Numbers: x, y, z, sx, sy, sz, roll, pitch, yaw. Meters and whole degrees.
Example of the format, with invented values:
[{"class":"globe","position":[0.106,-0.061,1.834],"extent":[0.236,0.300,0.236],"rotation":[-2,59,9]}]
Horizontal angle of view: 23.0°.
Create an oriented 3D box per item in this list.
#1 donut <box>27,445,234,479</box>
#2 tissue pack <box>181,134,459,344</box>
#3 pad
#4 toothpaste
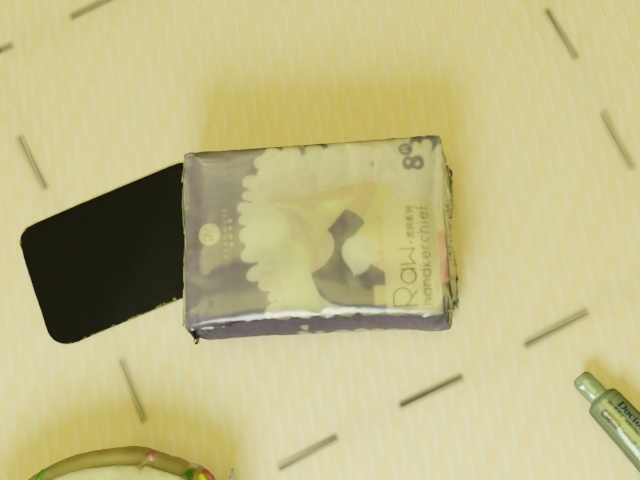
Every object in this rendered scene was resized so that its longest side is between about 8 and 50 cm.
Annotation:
[{"class":"donut","position":[-0.268,0.433,1.918],"extent":[0.307,0.150,0.371],"rotation":[12,77,10]},{"class":"tissue pack","position":[0.000,0.000,1.996],"extent":[0.343,0.125,0.242],"rotation":[-4,73,6]},{"class":"pad","position":[-0.259,0.016,2.096],"extent":[0.267,0.004,0.181],"rotation":[-22,74,3]},{"class":"toothpaste","position":[0.404,0.261,1.922],"extent":[0.067,0.037,0.255],"rotation":[-41,77,-8]}]
